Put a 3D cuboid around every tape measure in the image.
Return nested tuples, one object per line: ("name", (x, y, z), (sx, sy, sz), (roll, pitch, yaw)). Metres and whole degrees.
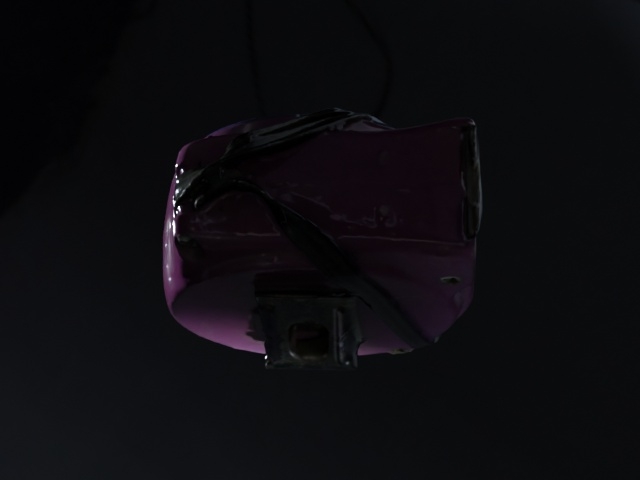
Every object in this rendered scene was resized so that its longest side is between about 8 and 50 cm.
("tape measure", (0.000, 0.000, 0.546), (0.118, 0.074, 0.125), (-1, 156, 7))
